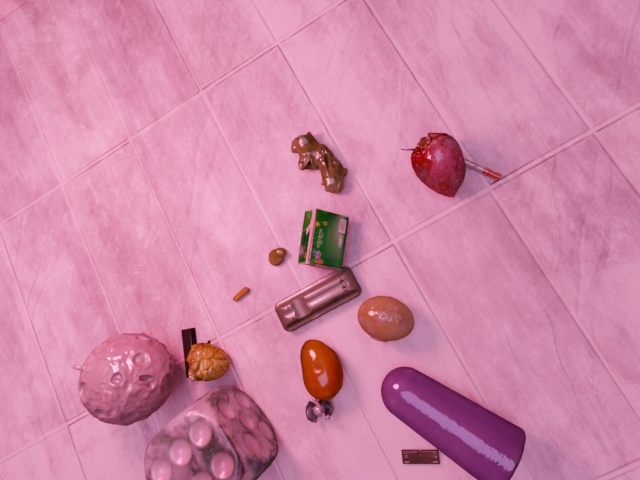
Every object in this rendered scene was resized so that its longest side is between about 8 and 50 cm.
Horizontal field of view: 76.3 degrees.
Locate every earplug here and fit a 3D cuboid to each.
[{"bbox_3d":[0.410,0.588,1.349,0.456,0.215,0.215,30,90,18],"label":"earplug"}]

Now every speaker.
[{"bbox_3d":[-0.527,0.453,1.649,0.046,0.040,0.191,-11,81,13],"label":"speaker"}]

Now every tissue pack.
[{"bbox_3d":[-0.002,0.001,1.543,0.148,0.156,0.209,13,81,-28],"label":"tissue pack"}]

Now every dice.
[{"bbox_3d":[-0.375,0.740,1.424,0.328,0.348,0.330,-43,78,3],"label":"dice"}]

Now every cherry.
[{"bbox_3d":[0.426,-0.266,1.460,0.175,0.192,0.250,-30,96,-30],"label":"cherry"}]

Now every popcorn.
[{"bbox_3d":[-0.437,0.464,1.574,0.173,0.173,0.142,7,101,13],"label":"popcorn"}]

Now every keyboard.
[{"bbox_3d":[0.351,0.760,1.430,0.129,0.015,0.049,-7,87,11],"label":"keyboard"}]

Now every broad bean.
[{"bbox_3d":[-0.173,0.062,1.620,0.063,0.045,0.083,43,101,3],"label":"broad bean"}]

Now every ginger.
[{"bbox_3d":[-0.008,-0.307,1.610,0.290,0.089,0.137,42,75,9],"label":"ginger"}]

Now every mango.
[{"bbox_3d":[0.004,0.468,1.489,0.151,0.120,0.221,-15,71,11],"label":"mango"}]

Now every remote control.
[{"bbox_3d":[-0.012,0.224,1.551,0.335,0.065,0.128,-30,79,7],"label":"remote control"}]

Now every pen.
[{"bbox_3d":[0.552,-0.284,1.509,0.239,0.028,0.028,29,90,14],"label":"pen"}]

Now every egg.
[{"bbox_3d":[0.231,0.279,1.444,0.201,0.164,0.164,10,85,9],"label":"egg"}]

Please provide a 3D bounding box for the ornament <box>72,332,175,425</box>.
[{"bbox_3d":[-0.713,0.519,1.533,0.337,0.337,0.337,-2,83,12],"label":"ornament"}]

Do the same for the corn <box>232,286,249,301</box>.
[{"bbox_3d":[-0.319,0.215,1.641,0.083,0.028,0.027,-39,82,9],"label":"corn"}]

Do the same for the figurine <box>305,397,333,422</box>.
[{"bbox_3d":[-0.003,0.615,1.490,0.086,0.082,0.094,-22,86,31],"label":"figurine"}]
